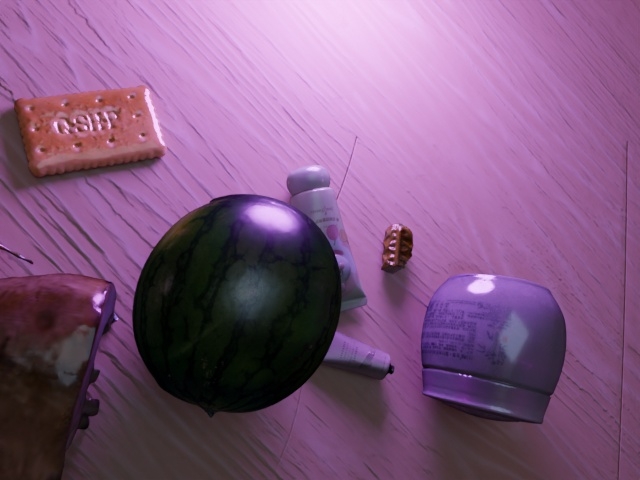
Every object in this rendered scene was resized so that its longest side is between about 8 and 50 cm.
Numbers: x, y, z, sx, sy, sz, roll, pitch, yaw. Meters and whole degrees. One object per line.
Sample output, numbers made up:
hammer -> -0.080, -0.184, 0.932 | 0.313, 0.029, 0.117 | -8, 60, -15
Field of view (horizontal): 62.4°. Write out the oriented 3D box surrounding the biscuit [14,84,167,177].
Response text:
biscuit -> -0.433, -0.215, 1.009 | 0.249, 0.030, 0.160 | -14, 80, -24

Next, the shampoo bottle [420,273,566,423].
shampoo bottle -> 0.337, 0.216, 1.052 | 0.272, 0.273, 0.267 | 16, 78, -16

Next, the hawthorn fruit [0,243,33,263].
hawthorn fruit -> -0.580, 0.007, 0.830 | 0.203, 0.162, 0.163 | -18, 82, -39

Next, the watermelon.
watermelon -> -0.131, 0.102, 0.865 | 0.362, 0.363, 0.364 | 6, 73, -20

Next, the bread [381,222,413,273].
bread -> 0.171, 0.015, 1.165 | 0.066, 0.060, 0.111 | 5, 69, 11

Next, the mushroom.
mushroom -> -0.515, 0.180, 0.733 | 0.396, 0.224, 0.314 | 12, 95, -14

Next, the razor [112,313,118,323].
razor -> -0.445, 0.160, 0.892 | 0.191, 0.037, 0.068 | -34, 90, -26

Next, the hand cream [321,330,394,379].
hand cream -> 0.062, 0.231, 1.066 | 0.186, 0.054, 0.087 | 21, 65, -7

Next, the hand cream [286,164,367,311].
hand cream -> 0.000, 0.000, 1.095 | 0.147, 0.093, 0.306 | -12, 88, -23
